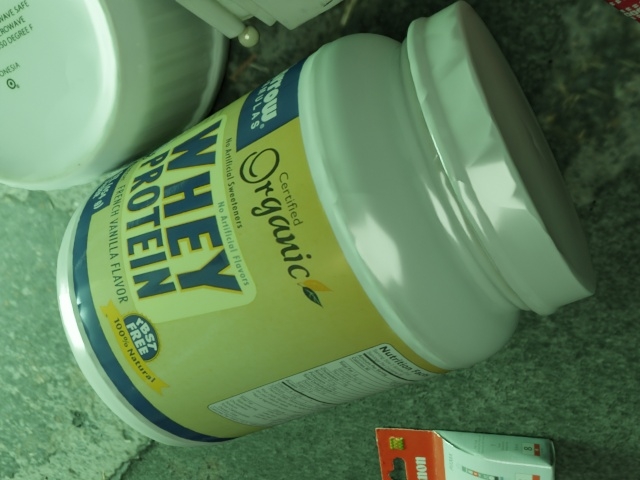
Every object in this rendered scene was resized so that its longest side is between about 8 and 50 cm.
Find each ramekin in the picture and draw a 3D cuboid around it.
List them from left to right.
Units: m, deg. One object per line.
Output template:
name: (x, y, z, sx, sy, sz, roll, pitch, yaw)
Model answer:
ramekin: (-0.213, -0.161, 0.488, 0.273, 0.127, 0.273, 7, 121, 12)

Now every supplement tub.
supplement tub: (0.000, 0.000, 0.460, 0.316, 0.228, 0.228, -25, 110, 26)

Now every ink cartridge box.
ink cartridge box: (0.150, 0.266, 0.681, 0.179, 0.045, 0.145, -2, 118, 14)

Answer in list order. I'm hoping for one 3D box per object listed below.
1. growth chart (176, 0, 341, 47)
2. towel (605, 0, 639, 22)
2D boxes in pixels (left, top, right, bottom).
growth chart: (-0.006, -0.199, 0.384, 0.237, 0.021, 0.172, -20, 152, 22)
towel: (0.220, -0.163, 0.318, 0.275, 0.031, 0.199, 22, 167, -17)
